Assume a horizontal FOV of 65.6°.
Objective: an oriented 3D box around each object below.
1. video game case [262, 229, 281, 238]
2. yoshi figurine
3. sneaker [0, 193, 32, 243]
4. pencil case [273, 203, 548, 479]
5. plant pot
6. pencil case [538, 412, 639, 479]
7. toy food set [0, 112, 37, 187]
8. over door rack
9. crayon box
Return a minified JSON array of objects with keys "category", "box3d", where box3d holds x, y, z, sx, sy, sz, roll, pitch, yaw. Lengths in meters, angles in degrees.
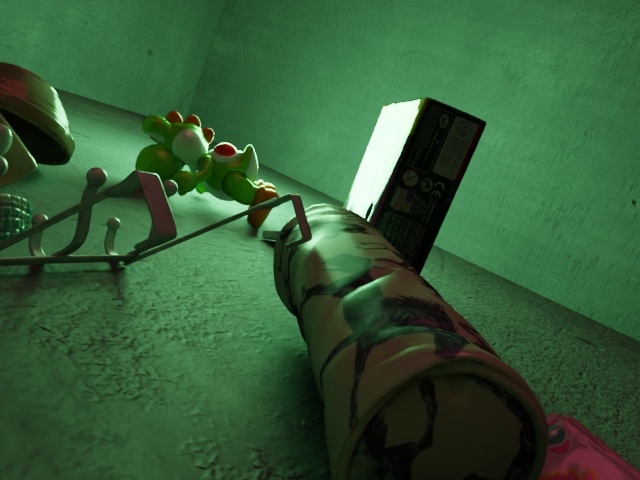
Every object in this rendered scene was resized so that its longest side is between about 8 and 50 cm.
[{"category":"video game case","box3d":[0.000,0.000,1.142,0.183,0.023,0.201,2,-5,43]},{"category":"yoshi figurine","box3d":[-0.292,-0.148,1.213,0.362,0.203,0.203,33,48,-14]},{"category":"sneaker","box3d":[-0.412,-0.033,0.564,0.076,0.065,0.166,21,8,15]},{"category":"pencil case","box3d":[0.051,0.099,0.517,0.159,0.184,0.410,-18,23,-6]},{"category":"plant pot","box3d":[-0.555,-0.240,0.896,0.237,0.110,0.237,11,-19,4]},{"category":"pencil case","box3d":[0.275,0.250,0.364,0.284,0.124,0.124,29,13,39]},{"category":"toy food set","box3d":[-0.514,-0.167,0.628,0.220,0.092,0.306,58,4,-11]},{"category":"over door rack","box3d":[-0.204,-0.031,0.525,0.324,0.108,0.239,-6,-2,28]},{"category":"crayon box","box3d":[0.114,-0.051,0.865,0.106,0.363,0.313,20,11,-8]}]
